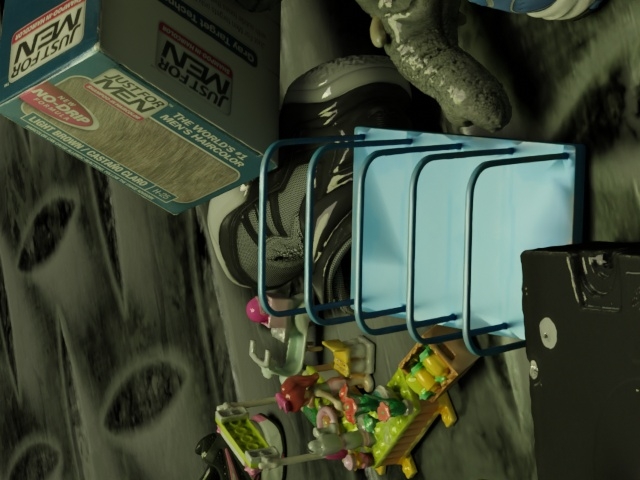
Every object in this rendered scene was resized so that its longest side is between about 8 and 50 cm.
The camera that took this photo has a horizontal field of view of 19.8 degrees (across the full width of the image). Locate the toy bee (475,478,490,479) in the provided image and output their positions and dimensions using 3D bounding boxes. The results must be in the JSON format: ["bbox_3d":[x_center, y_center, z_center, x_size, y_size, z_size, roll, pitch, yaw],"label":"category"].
[{"bbox_3d":[0.096,0.214,0.907,0.298,0.162,0.195,131,130,-59],"label":"toy bee"}]

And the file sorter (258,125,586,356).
[{"bbox_3d":[0.056,-0.002,1.086,0.170,0.104,0.118,8,100,42],"label":"file sorter"}]

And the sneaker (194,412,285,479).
[{"bbox_3d":[-0.077,0.234,1.556,0.072,0.077,0.178,-154,59,-64],"label":"sneaker"}]

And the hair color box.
[{"bbox_3d":[-0.118,-0.212,1.273,0.105,0.174,0.347,-24,51,33],"label":"hair color box"}]

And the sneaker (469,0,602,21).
[{"bbox_3d":[0.122,-0.218,0.985,0.080,0.081,0.211,-136,47,-58],"label":"sneaker"}]

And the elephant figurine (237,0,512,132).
[{"bbox_3d":[0.036,-0.202,1.139,0.169,0.186,0.239,-54,39,-8],"label":"elephant figurine"}]

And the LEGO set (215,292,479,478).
[{"bbox_3d":[0.004,0.114,1.305,0.287,0.107,0.132,-173,77,-66],"label":"LEGO set"}]

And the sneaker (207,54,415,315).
[{"bbox_3d":[0.000,0.000,1.289,0.268,0.101,0.153,124,137,-52],"label":"sneaker"}]

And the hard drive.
[{"bbox_3d":[0.198,0.171,0.940,0.237,0.064,0.339,-179,84,-66],"label":"hard drive"}]
